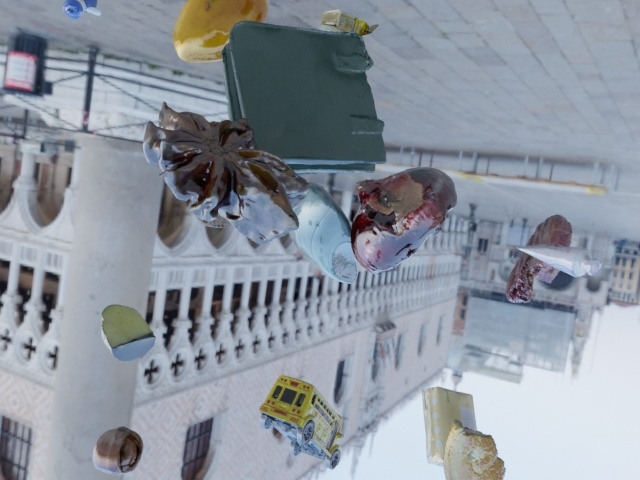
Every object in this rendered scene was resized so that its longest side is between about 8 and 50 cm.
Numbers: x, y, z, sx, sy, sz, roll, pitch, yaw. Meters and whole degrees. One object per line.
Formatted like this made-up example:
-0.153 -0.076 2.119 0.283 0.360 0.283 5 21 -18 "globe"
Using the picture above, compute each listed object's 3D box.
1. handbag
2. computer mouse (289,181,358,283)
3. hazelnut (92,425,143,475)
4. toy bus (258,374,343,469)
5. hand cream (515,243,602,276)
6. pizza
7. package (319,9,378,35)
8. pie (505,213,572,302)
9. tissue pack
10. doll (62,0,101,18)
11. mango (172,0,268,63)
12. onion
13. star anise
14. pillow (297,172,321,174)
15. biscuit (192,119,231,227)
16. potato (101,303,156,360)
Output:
-0.022 -0.230 0.958 0.260 0.247 0.079 -4 164 -25 "handbag"
0.000 0.000 1.457 0.188 0.122 0.371 48 170 29 "computer mouse"
-0.344 0.359 0.994 0.086 0.086 0.086 8 -177 0 "hazelnut"
-0.034 0.506 1.607 0.145 0.151 0.331 9 148 29 "toy bus"
0.435 0.030 1.052 0.084 0.053 0.142 -2 -167 -30 "hand cream"
0.327 0.489 1.246 0.134 0.271 0.056 -35 -156 -14 "pizza"
0.068 -0.502 1.376 0.131 0.047 0.071 5 -173 -40 "package"
0.487 0.041 1.299 0.054 0.204 0.219 27 157 6 "pie"
0.381 0.549 1.698 0.186 0.222 0.090 23 141 -33 "tissue pack"
-0.565 -0.559 1.368 0.099 0.057 0.143 36 -149 -27 "doll"
-0.223 -0.485 1.297 0.154 0.252 0.126 49 160 -15 "mango"
0.157 -0.065 1.268 0.195 0.272 0.272 39 180 -7 "onion"
-0.119 -0.084 0.726 0.214 0.099 0.220 22 -151 -23 "star anise"
-0.087 -0.185 1.264 0.241 0.093 0.051 -8 176 -29 "pillow"
-0.223 -0.172 1.387 0.208 0.290 0.041 17 -177 -38 "biscuit"
-0.401 0.185 1.186 0.096 0.066 0.103 -8 -128 -39 "potato"
